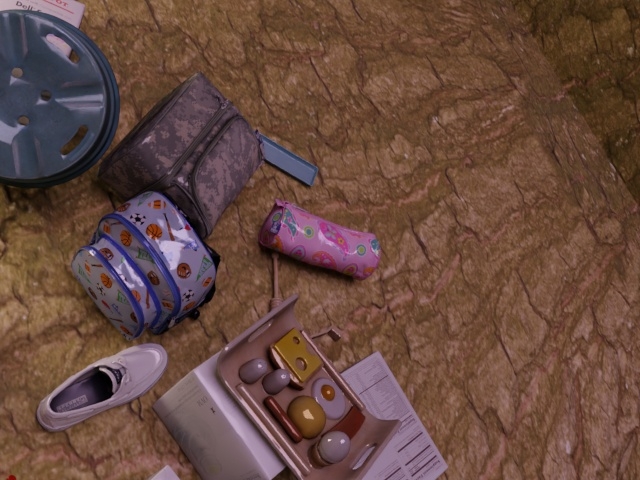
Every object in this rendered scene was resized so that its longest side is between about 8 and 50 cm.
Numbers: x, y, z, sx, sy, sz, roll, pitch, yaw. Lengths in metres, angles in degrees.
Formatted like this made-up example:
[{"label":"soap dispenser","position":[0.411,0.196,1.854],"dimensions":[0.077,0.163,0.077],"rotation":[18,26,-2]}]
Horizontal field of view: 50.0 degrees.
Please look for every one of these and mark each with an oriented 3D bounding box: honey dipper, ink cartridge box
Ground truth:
[{"label":"honey dipper","position":[-0.099,0.096,1.539],"dimensions":[0.030,0.030,0.161],"rotation":[15,53,-25]},{"label":"ink cartridge box","position":[-0.629,-0.430,1.443],"dimensions":[0.207,0.119,0.354],"rotation":[18,55,-23]}]

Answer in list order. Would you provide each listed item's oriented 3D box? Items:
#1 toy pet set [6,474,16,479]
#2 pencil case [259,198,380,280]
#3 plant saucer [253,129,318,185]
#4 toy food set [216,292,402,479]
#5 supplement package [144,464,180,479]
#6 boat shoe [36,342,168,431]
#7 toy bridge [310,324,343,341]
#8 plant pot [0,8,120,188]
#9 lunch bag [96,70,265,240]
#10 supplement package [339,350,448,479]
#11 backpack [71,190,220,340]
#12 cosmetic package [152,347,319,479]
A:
[{"label":"toy pet set","position":[-0.501,0.451,1.066],"dimensions":[0.122,0.065,0.114],"rotation":[55,14,2]},{"label":"pencil case","position":[0.000,0.000,1.594],"dimensions":[0.284,0.124,0.124],"rotation":[21,54,-22]},{"label":"plant saucer","position":[-0.096,-0.203,1.721],"dimensions":[0.192,0.018,0.067],"rotation":[29,52,-14]},{"label":"toy food set","position":[-0.009,0.254,1.166],"dimensions":[0.306,0.092,0.219],"rotation":[52,39,2]},{"label":"supplement package","position":[-0.260,0.541,1.095],"dimensions":[0.262,0.145,0.204],"rotation":[51,49,3]},{"label":"boat shoe","position":[-0.375,0.256,1.228],"dimensions":[0.258,0.084,0.095],"rotation":[-33,83,-40]},{"label":"toy bridge","position":[-0.020,0.249,1.499],"dimensions":[0.063,0.026,0.188],"rotation":[42,49,-2]},{"label":"plant pot","position":[-0.506,-0.243,1.181],"dimensions":[0.341,0.334,0.341],"rotation":[-4,101,-21]},{"label":"lunch bag","position":[-0.276,-0.170,1.473],"dimensions":[0.256,0.212,0.305],"rotation":[47,48,-23]},{"label":"supplement package","position":[0.066,0.399,1.351],"dimensions":[0.198,0.199,0.263],"rotation":[-24,78,-39]},{"label":"backpack","position":[-0.322,0.042,1.270],"dimensions":[0.276,0.263,0.213],"rotation":[47,49,-2]},{"label":"cosmetic package","position":[-0.158,0.324,1.235],"dimensions":[0.138,0.224,0.225],"rotation":[-33,84,-41]}]
